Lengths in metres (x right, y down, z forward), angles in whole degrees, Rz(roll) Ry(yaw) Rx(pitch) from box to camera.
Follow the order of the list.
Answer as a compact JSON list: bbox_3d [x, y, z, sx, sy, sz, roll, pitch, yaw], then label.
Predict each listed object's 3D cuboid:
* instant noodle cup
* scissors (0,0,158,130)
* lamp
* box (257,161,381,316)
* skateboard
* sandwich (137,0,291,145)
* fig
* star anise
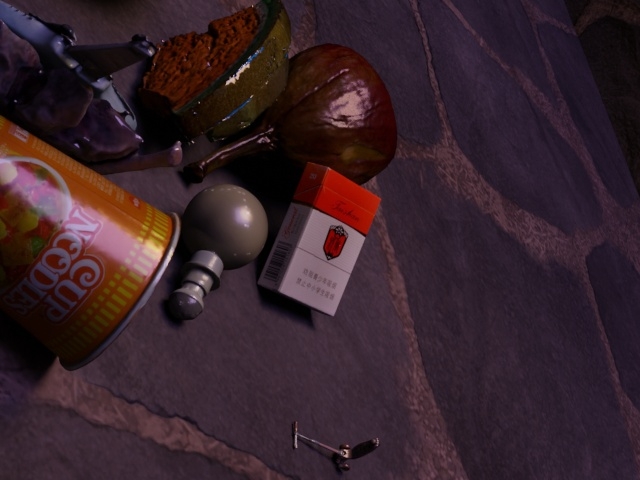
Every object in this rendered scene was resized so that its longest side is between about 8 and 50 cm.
[{"bbox_3d":[-0.234,-0.012,0.955,0.185,0.168,0.168,39,33,-22],"label":"instant noodle cup"},{"bbox_3d":[-0.198,-0.156,1.008,0.191,0.360,0.029,43,75,-22],"label":"scissors"},{"bbox_3d":[-0.114,0.016,1.200,0.091,0.091,0.163,46,46,-24],"label":"lamp"},{"bbox_3d":[0.000,0.000,1.340,0.100,0.048,0.152,28,80,-47],"label":"box"},{"bbox_3d":[0.014,0.213,1.240,0.083,0.064,0.032,26,49,-30],"label":"skateboard"},{"bbox_3d":[-0.114,-0.178,1.310,0.235,0.159,0.079,-79,154,-49],"label":"sandwich"},{"bbox_3d":[-0.023,-0.106,1.391,0.191,0.190,0.290,50,46,-17],"label":"fig"},{"bbox_3d":[-0.242,-0.116,1.012,0.262,0.230,0.081,35,69,9],"label":"star anise"}]
